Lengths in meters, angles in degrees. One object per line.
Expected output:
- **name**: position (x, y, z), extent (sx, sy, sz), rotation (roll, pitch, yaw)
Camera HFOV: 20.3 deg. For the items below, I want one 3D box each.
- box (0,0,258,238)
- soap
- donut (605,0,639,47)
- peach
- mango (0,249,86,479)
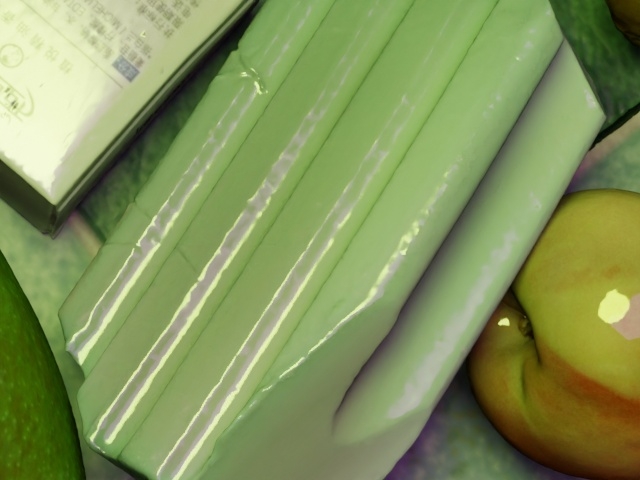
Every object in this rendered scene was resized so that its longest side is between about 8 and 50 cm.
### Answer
- **box**: position (-0.196, -0.171, 1.065), extent (0.274, 0.116, 0.203), rotation (40, 76, -2)
- **soap**: position (0.000, 0.000, 1.025), extent (0.347, 0.208, 0.115), rotation (-58, 137, -14)
- **donut**: position (0.299, -0.188, 1.119), extent (0.261, 0.208, 0.128), rotation (11, 65, -22)
- **peach**: position (0.181, 0.059, 1.067), extent (0.184, 0.184, 0.184), rotation (2, 80, -10)
- **mango**: position (-0.249, 0.071, 0.957), extent (0.201, 0.225, 0.382), rotation (-32, 89, -9)
